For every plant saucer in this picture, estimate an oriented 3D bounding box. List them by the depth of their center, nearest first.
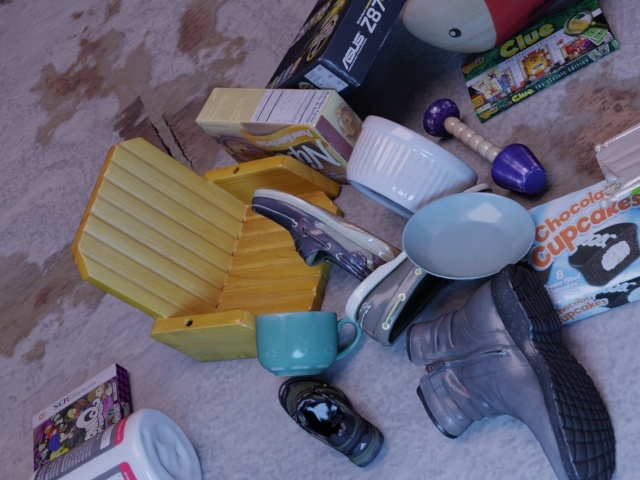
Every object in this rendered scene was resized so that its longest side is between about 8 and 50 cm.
[{"bbox_3d":[0.218,0.002,1.689,0.195,0.037,0.195,-7,40,6],"label":"plant saucer"}]

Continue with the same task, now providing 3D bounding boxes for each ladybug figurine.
[{"bbox_3d":[0.344,-0.474,1.953,0.449,0.305,0.162,-40,82,-1],"label":"ladybug figurine"}]

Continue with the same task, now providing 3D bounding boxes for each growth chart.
[{"bbox_3d":[0.473,-0.130,1.651,0.172,0.021,0.237,-24,19,19],"label":"growth chart"}]

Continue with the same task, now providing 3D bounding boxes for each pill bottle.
[{"bbox_3d":[-0.365,0.416,1.863,0.319,0.176,0.176,-31,43,16],"label":"pill bottle"}]

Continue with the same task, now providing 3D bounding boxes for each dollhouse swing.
[{"bbox_3d":[-0.189,-0.019,1.975,0.315,0.305,0.346,-9,51,35],"label":"dollhouse swing"}]

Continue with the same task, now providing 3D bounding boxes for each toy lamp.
[{"bbox_3d":[0.267,-0.153,1.875,0.080,0.080,0.275,-46,41,-1],"label":"toy lamp"}]

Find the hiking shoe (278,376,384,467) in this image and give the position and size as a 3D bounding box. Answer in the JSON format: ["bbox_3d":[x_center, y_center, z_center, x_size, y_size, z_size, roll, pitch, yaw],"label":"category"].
[{"bbox_3d":[-0.001,0.252,1.739,0.227,0.114,0.086,26,76,48],"label":"hiking shoe"}]

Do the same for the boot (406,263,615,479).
[{"bbox_3d":[0.252,0.221,1.571,0.223,0.118,0.338,-40,50,33],"label":"boot"}]

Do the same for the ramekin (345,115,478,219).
[{"bbox_3d":[0.139,-0.103,1.854,0.207,0.207,0.109,27,87,48],"label":"ramekin"}]

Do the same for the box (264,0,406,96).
[{"bbox_3d":[0.037,-0.382,2.116,0.318,0.097,0.395,-59,13,-16],"label":"box"}]

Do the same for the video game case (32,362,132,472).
[{"bbox_3d":[-0.426,0.362,2.061,0.210,0.042,0.232,-33,42,16],"label":"video game case"}]

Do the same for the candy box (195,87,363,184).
[{"bbox_3d":[-0.056,-0.191,2.096,0.316,0.183,0.087,7,64,43],"label":"candy box"}]

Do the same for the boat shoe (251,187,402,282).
[{"bbox_3d":[0.000,0.000,1.900,0.285,0.103,0.092,26,83,15],"label":"boat shoe"}]

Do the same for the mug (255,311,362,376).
[{"bbox_3d":[-0.025,0.164,1.820,0.158,0.129,0.097,-5,83,25],"label":"mug"}]

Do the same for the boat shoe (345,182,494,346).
[{"bbox_3d":[0.176,0.038,1.779,0.305,0.109,0.091,-43,61,-8],"label":"boat shoe"}]

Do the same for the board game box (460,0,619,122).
[{"bbox_3d":[0.369,-0.312,1.959,0.260,0.030,0.136,-29,41,19],"label":"board game box"}]

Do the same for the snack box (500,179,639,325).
[{"bbox_3d":[0.407,0.005,1.643,0.322,0.060,0.187,-23,45,25],"label":"snack box"}]
